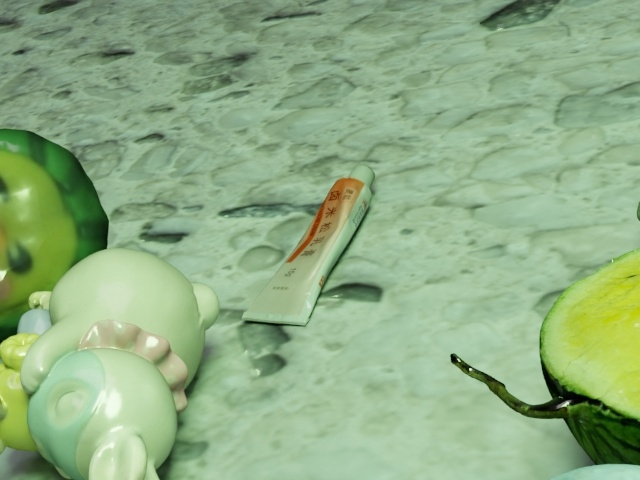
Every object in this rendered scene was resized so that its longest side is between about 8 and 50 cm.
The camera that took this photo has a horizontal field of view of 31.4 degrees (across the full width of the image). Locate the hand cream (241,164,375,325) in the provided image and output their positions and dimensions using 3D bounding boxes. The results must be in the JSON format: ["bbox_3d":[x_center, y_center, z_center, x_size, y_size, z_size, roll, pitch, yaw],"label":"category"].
[{"bbox_3d":[0.000,0.001,1.007,0.052,0.038,0.216,-29,20,41],"label":"hand cream"}]

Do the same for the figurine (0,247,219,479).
[{"bbox_3d":[-0.162,0.112,0.798,0.155,0.127,0.235,5,34,1],"label":"figurine"}]

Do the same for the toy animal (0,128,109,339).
[{"bbox_3d":[-0.355,0.017,0.996,0.338,0.216,0.191,-19,2,-11],"label":"toy animal"}]

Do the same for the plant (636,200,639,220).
[{"bbox_3d":[0.328,-0.040,0.867,0.174,0.087,0.085,-18,-12,-11],"label":"plant"}]

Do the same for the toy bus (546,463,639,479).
[{"bbox_3d":[0.053,0.228,0.348,0.232,0.294,0.197,-24,29,23],"label":"toy bus"}]

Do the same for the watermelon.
[{"bbox_3d":[0.227,0.085,0.637,0.232,0.127,0.204,-27,31,-23],"label":"watermelon"}]
